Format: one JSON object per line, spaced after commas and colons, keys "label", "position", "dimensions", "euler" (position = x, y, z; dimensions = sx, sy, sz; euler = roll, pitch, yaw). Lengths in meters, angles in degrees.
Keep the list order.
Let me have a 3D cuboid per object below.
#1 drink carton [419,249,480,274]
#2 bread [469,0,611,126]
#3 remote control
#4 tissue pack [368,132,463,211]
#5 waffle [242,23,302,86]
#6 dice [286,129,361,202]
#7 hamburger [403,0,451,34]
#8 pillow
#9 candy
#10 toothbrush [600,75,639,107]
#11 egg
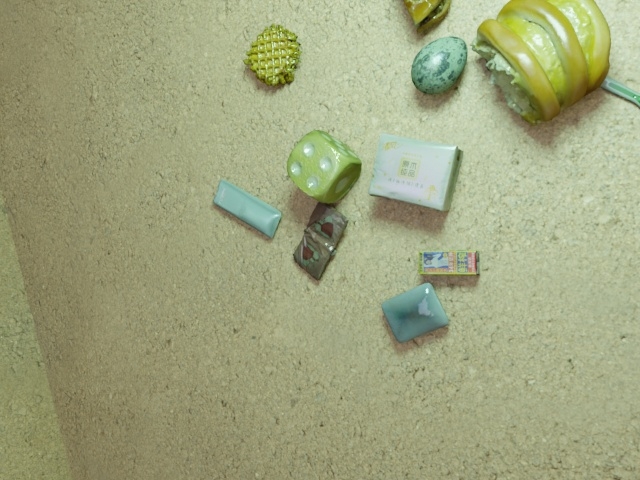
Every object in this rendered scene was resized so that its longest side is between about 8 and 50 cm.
{"label": "drink carton", "position": [0.370, 0.064, 1.363], "dimensions": [0.166, 0.056, 0.071], "euler": [-1, 85, 28]}
{"label": "bread", "position": [0.535, -0.463, 1.143], "dimensions": [0.270, 0.211, 0.315], "euler": [-34, 74, 26]}
{"label": "remote control", "position": [-0.270, -0.115, 1.694], "dimensions": [0.293, 0.051, 0.103], "euler": [31, 107, 24]}
{"label": "tissue pack", "position": [0.271, -0.194, 1.358], "dimensions": [0.225, 0.124, 0.185], "euler": [16, 99, 26]}
{"label": "waffle", "position": [-0.151, -0.616, 1.588], "dimensions": [0.197, 0.070, 0.193], "euler": [37, 109, 18]}
{"label": "dice", "position": [0.012, -0.228, 1.468], "dimensions": [0.169, 0.169, 0.166], "euler": [44, 111, 18]}
{"label": "hamburger", "position": [0.278, -0.739, 1.307], "dimensions": [0.157, 0.144, 0.283], "euler": [-20, 82, 27]}
{"label": "pillow", "position": [0.000, 0.000, 1.560], "dimensions": [0.135, 0.049, 0.248], "euler": [35, 113, 23]}
{"label": "candy", "position": [0.279, 0.218, 1.411], "dimensions": [0.174, 0.071, 0.138], "euler": [-29, 79, 26]}
{"label": "toothbrush", "position": [0.789, -0.320, 1.121], "dimensions": [0.418, 0.040, 0.042], "euler": [39, 114, 21]}
{"label": "egg", "position": [0.329, -0.485, 1.304], "dimensions": [0.172, 0.132, 0.132], "euler": [-45, 73, 11]}
